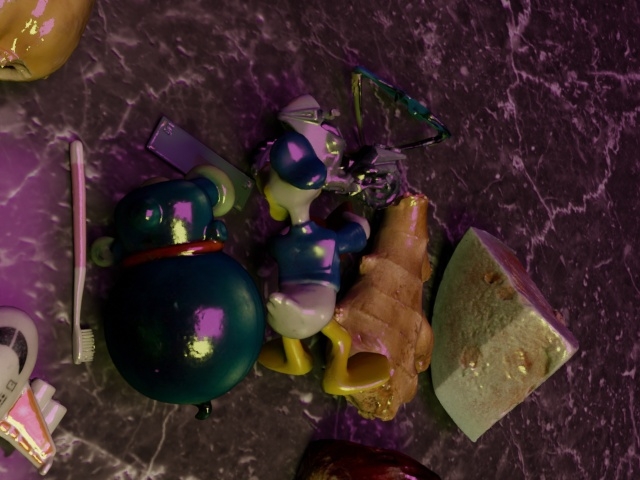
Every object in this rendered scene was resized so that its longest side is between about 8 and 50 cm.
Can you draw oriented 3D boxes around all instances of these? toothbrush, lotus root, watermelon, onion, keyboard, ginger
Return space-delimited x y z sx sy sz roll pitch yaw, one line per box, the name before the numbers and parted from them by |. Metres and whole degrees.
toothbrush | -0.307 0.013 0.893 0.025 0.020 0.286 1 84 -42
lotus root | -0.342 -0.346 0.829 0.169 0.151 0.343 34 58 -48
watermelon | 0.348 0.173 1.262 0.228 0.258 0.387 9 82 -37
onion | 0.076 0.426 1.046 0.216 0.207 0.206 32 62 -26
keyboard | -0.173 -0.109 1.023 0.176 0.014 0.055 35 64 -31
ginger | 0.138 0.110 1.156 0.236 0.166 0.375 39 73 -14

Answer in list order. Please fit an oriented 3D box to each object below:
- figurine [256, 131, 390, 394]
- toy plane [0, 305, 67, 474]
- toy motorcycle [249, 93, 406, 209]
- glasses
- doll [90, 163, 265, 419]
figurine | 0.000 0.000 0.985 0.283 0.204 0.338 -63 149 -55
toy plane | -0.388 0.177 0.742 0.244 0.117 0.245 6 80 -38
toy motorcycle | 0.021 -0.141 1.110 0.270 0.106 0.159 7 99 -27
glasses | 0.132 -0.187 1.228 0.239 0.102 0.207 25 69 -35
doll | -0.179 0.066 0.877 0.186 0.198 0.322 -5 78 -76
